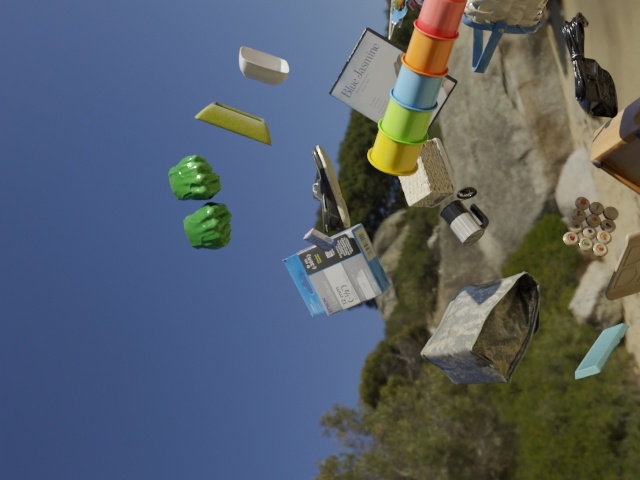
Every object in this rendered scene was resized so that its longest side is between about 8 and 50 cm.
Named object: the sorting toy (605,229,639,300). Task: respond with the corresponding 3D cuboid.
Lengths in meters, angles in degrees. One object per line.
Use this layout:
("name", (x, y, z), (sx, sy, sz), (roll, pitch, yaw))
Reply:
("sorting toy", (0.981, 0.046, 2.172), (0.041, 0.307, 0.229), (-128, 33, -47))

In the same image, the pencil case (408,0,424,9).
("pencil case", (0.308, -0.692, 1.795), (0.124, 0.124, 0.284), (29, -99, -65))

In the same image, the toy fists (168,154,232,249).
("toy fists", (-0.333, -0.108, 2.118), (0.096, 0.142, 0.279), (-21, -82, -44))

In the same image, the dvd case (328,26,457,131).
("dvd case", (0.171, -0.362, 1.743), (0.253, 0.180, 0.022), (32, -165, 5))

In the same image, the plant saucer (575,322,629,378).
("plant saucer", (0.627, 0.244, 1.644), (0.192, 0.067, 0.018), (-37, -89, -41))

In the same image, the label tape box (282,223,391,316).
("label tape box", (0.040, 0.125, 2.607), (0.249, 0.347, 0.115), (63, -155, -4))

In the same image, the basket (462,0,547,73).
("basket", (0.383, -0.542, 1.592), (0.289, 0.200, 0.255), (97, 178, -62))

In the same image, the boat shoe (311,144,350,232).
("boat shoe", (0.011, -0.136, 1.944), (0.084, 0.079, 0.233), (-17, -89, -75))

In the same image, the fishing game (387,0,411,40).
("fishing game", (0.180, -0.577, 1.674), (0.264, 0.041, 0.189), (116, 160, -72))

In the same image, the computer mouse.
("computer mouse", (0.513, -0.334, 1.433), (0.262, 0.060, 0.184), (0, -98, -56))

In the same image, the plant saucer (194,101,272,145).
("plant saucer", (-0.201, -0.289, 1.776), (0.188, 0.188, 0.045), (-115, 44, -76))

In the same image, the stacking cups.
("stacking cups", (0.158, -0.264, 1.218), (0.096, 0.095, 0.316), (-81, 3, -55))

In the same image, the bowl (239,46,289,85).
("bowl", (-0.160, -0.474, 2.024), (0.142, 0.141, 0.053), (-102, 30, -61))

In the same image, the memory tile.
("memory tile", (0.672, -0.035, 1.827), (0.012, 0.113, 0.148), (97, -163, -64))

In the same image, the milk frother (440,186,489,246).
("milk frother", (0.471, -0.081, 2.360), (0.135, 0.129, 0.143), (56, 175, 26))

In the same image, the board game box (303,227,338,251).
("board game box", (0.000, 0.000, 2.272), (0.020, 0.090, 0.090), (-65, 9, -18))

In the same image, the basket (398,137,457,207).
("basket", (0.281, -0.182, 2.007), (0.103, 0.113, 0.167), (-7, -107, -34))

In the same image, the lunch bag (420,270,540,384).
("lunch bag", (0.430, 0.218, 1.898), (0.169, 0.235, 0.287), (40, -115, -12))

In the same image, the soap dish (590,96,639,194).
("soap dish", (0.711, -0.186, 1.533), (0.228, 0.118, 0.291), (36, 170, 3))
